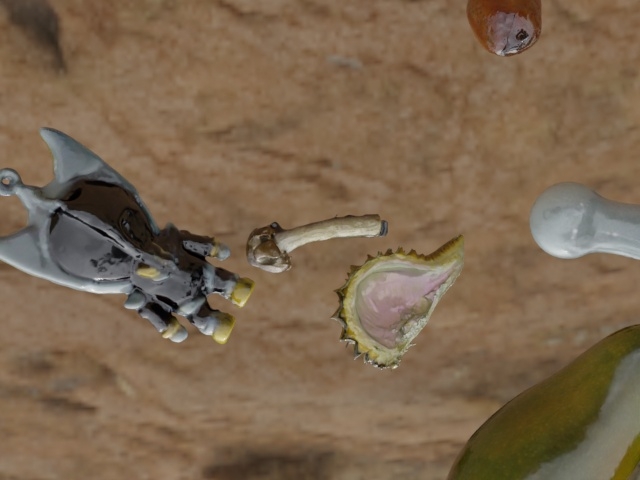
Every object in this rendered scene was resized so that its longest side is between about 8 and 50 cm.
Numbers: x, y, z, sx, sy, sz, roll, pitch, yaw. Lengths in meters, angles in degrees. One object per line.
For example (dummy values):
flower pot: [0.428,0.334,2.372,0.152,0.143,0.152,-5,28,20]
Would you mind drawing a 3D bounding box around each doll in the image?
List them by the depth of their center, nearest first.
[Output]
doll: [-0.220,0.003,1.667,0.316,0.145,0.103,30,-172,-12]

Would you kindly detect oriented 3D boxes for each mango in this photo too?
mango: [0.220,0.203,1.391,0.289,0.129,0.146,-39,120,-10]

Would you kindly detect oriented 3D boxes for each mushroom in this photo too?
mushroom: [0.000,0.000,1.834,0.187,0.061,0.060,-11,147,-14]

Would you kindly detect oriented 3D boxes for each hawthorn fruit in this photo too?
hawthorn fruit: [0.196,-0.231,1.576,0.081,0.093,0.081,-3,136,-2]

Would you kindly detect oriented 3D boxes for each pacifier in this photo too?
pacifier: [0.333,-0.010,1.597,0.226,0.287,0.238,12,170,1]

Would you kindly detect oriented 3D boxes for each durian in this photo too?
durian: [0.107,0.070,1.989,0.224,0.140,0.078,-40,174,-15]

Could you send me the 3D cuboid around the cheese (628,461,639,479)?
cheese: [0.276,0.393,1.670,0.085,0.400,0.034,9,153,49]
